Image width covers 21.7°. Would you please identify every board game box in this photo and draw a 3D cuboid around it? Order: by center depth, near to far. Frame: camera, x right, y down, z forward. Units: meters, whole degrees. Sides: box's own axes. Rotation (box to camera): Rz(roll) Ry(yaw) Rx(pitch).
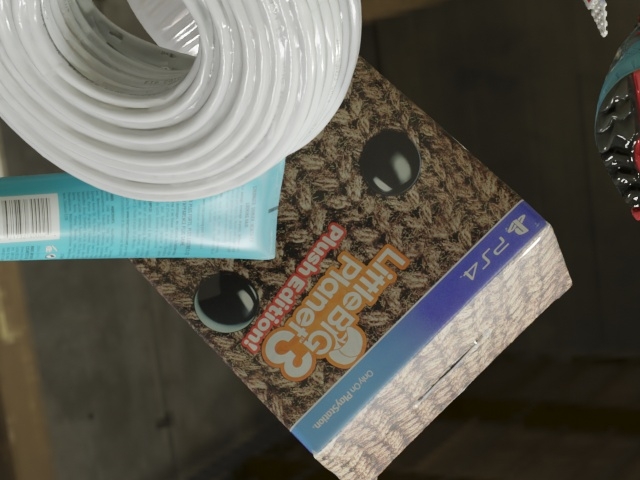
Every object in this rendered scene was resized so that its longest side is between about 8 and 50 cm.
[{"bbox_3d":[0.000,0.000,1.258,0.232,0.291,0.141,-45,156,-4],"label":"board game box"}]

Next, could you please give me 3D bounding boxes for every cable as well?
[{"bbox_3d":[-0.101,-0.139,0.962,0.257,0.257,0.089,-11,-150,32],"label":"cable"}]

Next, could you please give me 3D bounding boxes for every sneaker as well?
[{"bbox_3d":[0.241,-0.028,0.996,0.104,0.262,0.125,-8,-141,21],"label":"sneaker"}]

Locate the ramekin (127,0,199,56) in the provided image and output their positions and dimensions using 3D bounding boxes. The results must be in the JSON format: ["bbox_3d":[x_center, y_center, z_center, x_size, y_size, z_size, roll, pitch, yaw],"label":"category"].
[{"bbox_3d":[-0.083,-0.230,1.451,0.109,0.207,0.207,-35,179,26],"label":"ramekin"}]

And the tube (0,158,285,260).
[{"bbox_3d":[-0.126,-0.018,1.093,0.207,0.080,0.052,-2,-145,-15],"label":"tube"}]

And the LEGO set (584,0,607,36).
[{"bbox_3d":[0.275,-0.266,1.463,0.182,0.060,0.244,-33,159,27],"label":"LEGO set"}]
